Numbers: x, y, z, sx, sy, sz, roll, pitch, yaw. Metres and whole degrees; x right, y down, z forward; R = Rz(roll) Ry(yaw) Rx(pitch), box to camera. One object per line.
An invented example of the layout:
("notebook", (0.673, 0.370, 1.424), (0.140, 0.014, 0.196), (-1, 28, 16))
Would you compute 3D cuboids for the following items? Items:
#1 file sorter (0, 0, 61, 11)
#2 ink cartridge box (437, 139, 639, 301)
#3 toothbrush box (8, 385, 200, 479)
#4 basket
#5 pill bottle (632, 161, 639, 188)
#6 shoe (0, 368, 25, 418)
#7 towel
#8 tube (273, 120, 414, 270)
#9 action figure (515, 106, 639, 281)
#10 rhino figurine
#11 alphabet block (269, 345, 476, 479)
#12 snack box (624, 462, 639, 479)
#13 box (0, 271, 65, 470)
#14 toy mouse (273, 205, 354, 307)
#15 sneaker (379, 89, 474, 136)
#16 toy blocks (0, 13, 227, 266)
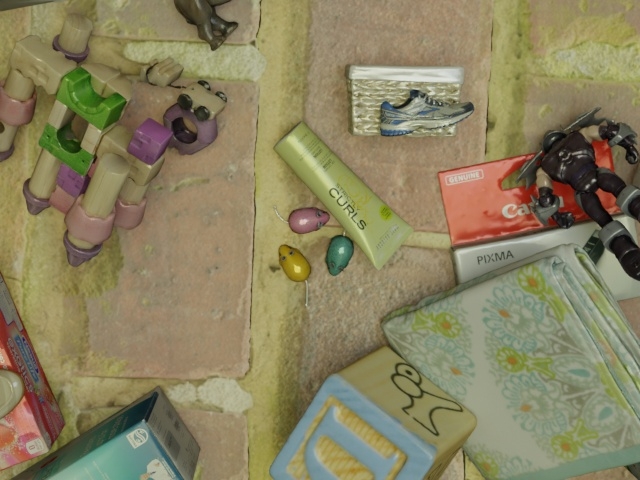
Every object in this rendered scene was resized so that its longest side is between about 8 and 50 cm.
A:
("file sorter", (-0.494, -0.405, 1.747), (0.277, 0.193, 0.173), (-11, 94, -1))
("ink cartridge box", (0.330, -0.010, 1.890), (0.275, 0.060, 0.239), (-11, 98, -1))
("toothbrush box", (-0.333, 0.357, 1.826), (0.295, 0.216, 0.126), (-33, 96, 3))
("basket", (0.119, -0.203, 1.832), (0.167, 0.113, 0.103), (0, 98, -2))
("pill bottle", (0.623, -0.047, 1.838), (0.318, 0.176, 0.176), (30, 94, -5))
("shoe", (-0.510, 0.238, 1.732), (0.219, 0.058, 0.077), (-21, 97, 1))
("towel", (0.298, 0.189, 1.795), (0.374, 0.090, 0.320), (-27, 98, 46))
("tube", (0.034, -0.072, 1.870), (0.070, 0.062, 0.240), (-41, 98, 15))
("action figure", (0.389, -0.075, 1.800), (0.099, 0.285, 0.185), (22, 115, -37))
("rhino figurine", (-0.112, -0.397, 1.822), (0.106, 0.073, 0.243), (41, 92, -9))
("alphabet block", (0.077, 0.292, 1.800), (0.192, 0.197, 0.193), (39, 111, 16))
("snack box", (0.466, 0.251, 1.866), (0.070, 0.174, 0.207), (-22, 97, -1))
("box", (-0.500, 0.177, 1.832), (0.142, 0.154, 0.300), (-21, 98, 1))
("toy mouse", (0.000, 0.000, 1.890), (0.143, 0.031, 0.161), (-31, 97, 1))
("sneaker", (0.146, -0.183, 1.757), (0.135, 0.052, 0.058), (-11, 98, -1))
("toy blocks", (-0.350, -0.123, 1.797), (0.288, 0.309, 0.260), (34, 127, 6))
